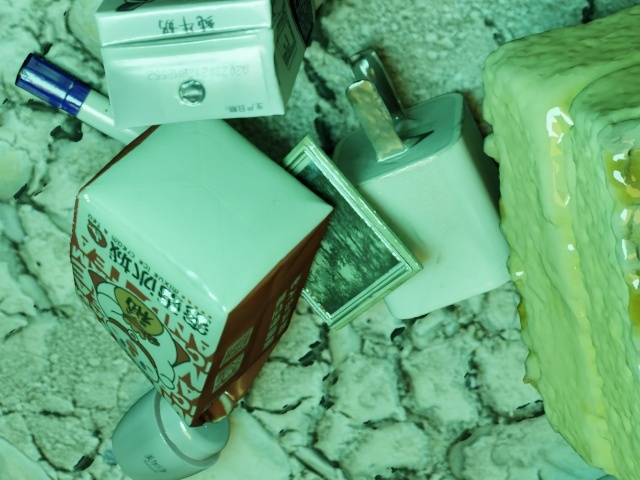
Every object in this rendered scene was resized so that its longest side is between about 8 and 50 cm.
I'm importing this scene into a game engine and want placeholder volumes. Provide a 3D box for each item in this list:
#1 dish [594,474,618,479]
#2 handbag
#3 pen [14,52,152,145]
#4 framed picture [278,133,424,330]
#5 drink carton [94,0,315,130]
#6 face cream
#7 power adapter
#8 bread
[{"bbox_3d":[0.328,0.317,1.586,0.324,0.124,0.324,0,120,-1],"label":"dish"},{"bbox_3d":[-0.115,0.034,1.445,0.171,0.151,0.298,39,150,10],"label":"handbag"},{"bbox_3d":[-0.142,-0.085,1.479,0.269,0.033,0.033,29,117,-9],"label":"pen"},{"bbox_3d":[0.000,0.000,1.412,0.142,0.011,0.183,49,151,0],"label":"framed picture"},{"bbox_3d":[-0.084,-0.172,1.319,0.134,0.222,0.102,-2,117,8],"label":"drink carton"},{"bbox_3d":[-0.140,0.181,1.582,0.095,0.091,0.091,-32,109,28],"label":"face cream"},{"bbox_3d":[0.074,-0.059,1.413,0.125,0.130,0.205,-21,112,17],"label":"power adapter"},{"bbox_3d":[0.353,0.002,1.289,0.390,0.279,0.371,-14,112,-6],"label":"bread"}]
